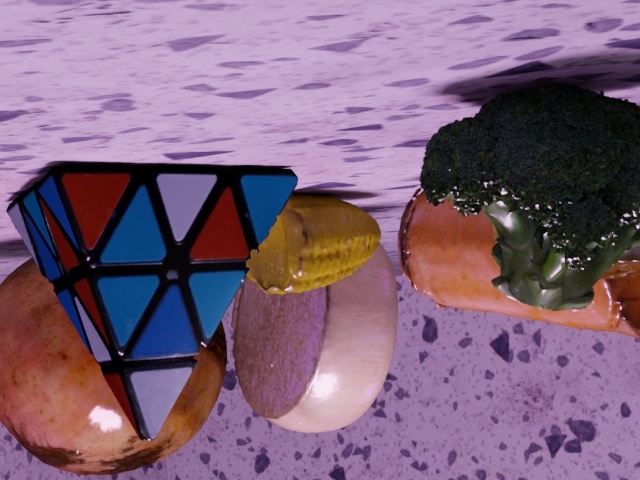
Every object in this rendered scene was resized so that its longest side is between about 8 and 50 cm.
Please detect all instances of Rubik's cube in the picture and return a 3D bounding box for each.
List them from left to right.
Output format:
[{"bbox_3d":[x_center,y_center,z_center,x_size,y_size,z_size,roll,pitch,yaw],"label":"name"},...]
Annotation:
[{"bbox_3d":[-0.166,0.057,1.418,0.284,0.234,0.250,-5,176,8],"label":"Rubik's cube"}]

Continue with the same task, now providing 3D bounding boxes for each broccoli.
[{"bbox_3d":[0.159,-0.037,1.163,0.195,0.156,0.195,12,-157,-5],"label":"broccoli"}]

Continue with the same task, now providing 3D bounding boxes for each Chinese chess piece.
[{"bbox_3d":[-0.010,0.104,2.057,0.112,0.270,0.270,9,170,-27],"label":"Chinese chess piece"}]

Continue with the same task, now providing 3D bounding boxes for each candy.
[{"bbox_3d":[0.000,0.000,1.800,0.094,0.106,0.199,14,-169,31],"label":"candy"}]

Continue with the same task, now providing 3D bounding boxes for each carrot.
[{"bbox_3d":[0.230,0.013,1.679,0.254,0.196,0.196,-5,177,40],"label":"carrot"}]

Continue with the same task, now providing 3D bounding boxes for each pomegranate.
[{"bbox_3d":[-0.272,0.144,2.079,0.322,0.322,0.322,-5,176,0],"label":"pomegranate"}]

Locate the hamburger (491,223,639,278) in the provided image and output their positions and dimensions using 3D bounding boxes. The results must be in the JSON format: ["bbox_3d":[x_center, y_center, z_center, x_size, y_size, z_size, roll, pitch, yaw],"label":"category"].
[{"bbox_3d":[0.275,-0.037,1.424,0.309,0.132,0.211,-7,174,-4],"label":"hamburger"}]
